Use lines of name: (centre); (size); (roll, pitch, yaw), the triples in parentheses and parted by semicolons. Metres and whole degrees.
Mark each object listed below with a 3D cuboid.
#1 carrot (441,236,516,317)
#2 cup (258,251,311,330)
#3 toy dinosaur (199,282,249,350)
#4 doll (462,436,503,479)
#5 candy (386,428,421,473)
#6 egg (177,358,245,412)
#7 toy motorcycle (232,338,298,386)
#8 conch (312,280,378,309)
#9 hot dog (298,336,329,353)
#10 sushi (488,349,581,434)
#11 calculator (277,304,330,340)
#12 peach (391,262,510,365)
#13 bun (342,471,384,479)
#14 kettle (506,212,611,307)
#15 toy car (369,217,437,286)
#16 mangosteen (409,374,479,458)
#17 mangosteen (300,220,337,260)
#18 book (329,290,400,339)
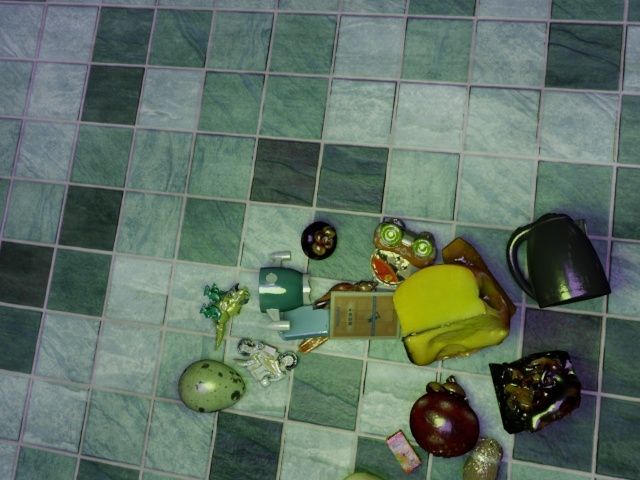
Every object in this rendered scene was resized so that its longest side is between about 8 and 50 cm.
carrot: (0.517, 0.130, 1.694); (0.114, 0.114, 0.302); (-35, 83, 3)
cup: (-0.119, 0.168, 1.767); (0.173, 0.168, 0.300); (-1, 57, 1)
toy dinosaur: (-0.357, 0.260, 1.834); (0.153, 0.094, 0.260); (25, 96, 15)
doll: (0.503, 0.728, 1.625); (0.105, 0.115, 0.222); (20, 93, 1)
candy: (0.274, 0.693, 1.695); (0.062, 0.038, 0.122); (-36, 79, 3)
egg: (-0.370, 0.498, 1.757); (0.227, 0.177, 0.177); (10, 84, -6)
toy motorcycle: (-0.195, 0.429, 1.790); (0.228, 0.074, 0.151); (14, 89, 8)
conch: (0.088, 0.186, 1.754); (0.232, 0.080, 0.086); (-9, 96, -12)
hot dog: (-0.023, 0.347, 1.791); (0.133, 0.041, 0.056); (-33, 79, -4)
sushi: (0.666, 0.467, 1.573); (0.226, 0.212, 0.216); (-12, 80, 7)
calculator: (-0.050, 0.282, 1.782); (0.210, 0.039, 0.121); (-8, 58, 8)
peach: (0.384, 0.232, 1.604); (0.380, 0.306, 0.243); (-32, 46, 30)
bun: (0.146, 0.842, 1.656); (0.192, 0.128, 0.179); (13, 85, 22)
kettle: (0.731, 0.062, 1.636); (0.268, 0.207, 0.291); (-22, 72, 34)
toy car: (0.268, 0.056, 1.742); (0.234, 0.145, 0.235); (3, 101, 15)
mangosteen: (0.391, 0.547, 1.626); (0.214, 0.215, 0.258); (7, 53, 10)
mangosteen: (0.000, 0.000, 1.772); (0.137, 0.151, 0.137); (2, 85, -19)
book: (0.151, 0.252, 1.726); (0.241, 0.018, 0.171); (0, 101, -6)
